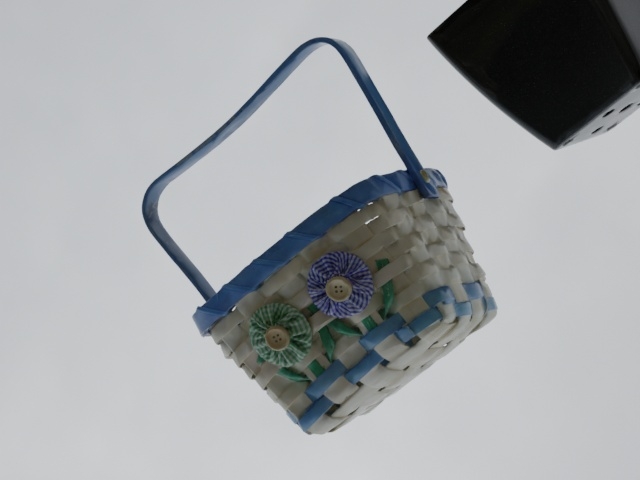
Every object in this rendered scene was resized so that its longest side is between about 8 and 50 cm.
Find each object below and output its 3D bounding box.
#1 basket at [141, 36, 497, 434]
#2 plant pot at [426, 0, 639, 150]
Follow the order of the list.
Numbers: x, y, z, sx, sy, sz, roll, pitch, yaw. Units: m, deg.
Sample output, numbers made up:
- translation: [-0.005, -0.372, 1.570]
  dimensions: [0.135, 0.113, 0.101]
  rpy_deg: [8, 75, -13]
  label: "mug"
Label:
- translation: [0.000, 0.000, 1.658]
  dimensions: [0.255, 0.201, 0.289]
  rpy_deg: [-43, -110, 24]
  label: "basket"
- translation: [0.253, -0.196, 1.858]
  dimensions: [0.188, 0.187, 0.167]
  rpy_deg: [-39, -102, 35]
  label: "plant pot"
